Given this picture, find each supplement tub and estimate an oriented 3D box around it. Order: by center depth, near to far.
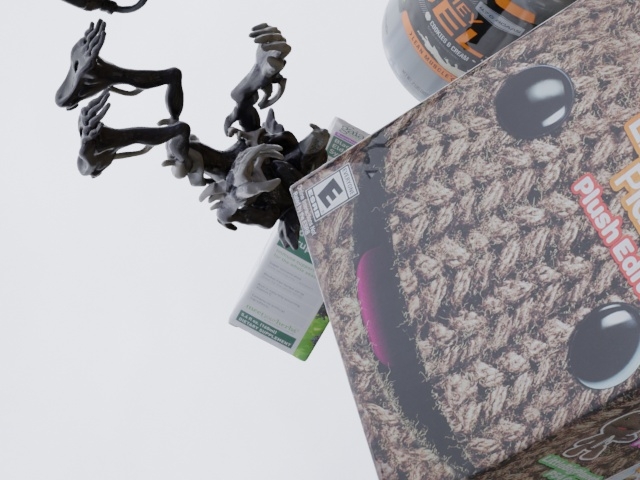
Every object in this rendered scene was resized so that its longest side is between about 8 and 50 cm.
[{"bbox_3d":[0.201,-0.270,1.948,0.193,0.193,0.316,-54,1,-32],"label":"supplement tub"}]

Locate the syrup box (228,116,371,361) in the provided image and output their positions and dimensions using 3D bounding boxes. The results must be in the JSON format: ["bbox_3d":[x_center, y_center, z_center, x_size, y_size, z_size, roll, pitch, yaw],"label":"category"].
[{"bbox_3d":[0.000,0.000,1.917,0.237,0.093,0.096,-60,4,39],"label":"syrup box"}]

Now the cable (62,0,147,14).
[{"bbox_3d":[-0.153,-0.222,1.116,0.184,0.047,0.150,24,-81,-29],"label":"cable"}]

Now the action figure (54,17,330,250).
[{"bbox_3d":[-0.076,-0.089,1.594,0.276,0.141,0.164,15,-129,-31],"label":"action figure"}]

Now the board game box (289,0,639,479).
[{"bbox_3d":[0.159,0.011,1.100,0.141,0.291,0.232,23,-139,-51],"label":"board game box"}]
